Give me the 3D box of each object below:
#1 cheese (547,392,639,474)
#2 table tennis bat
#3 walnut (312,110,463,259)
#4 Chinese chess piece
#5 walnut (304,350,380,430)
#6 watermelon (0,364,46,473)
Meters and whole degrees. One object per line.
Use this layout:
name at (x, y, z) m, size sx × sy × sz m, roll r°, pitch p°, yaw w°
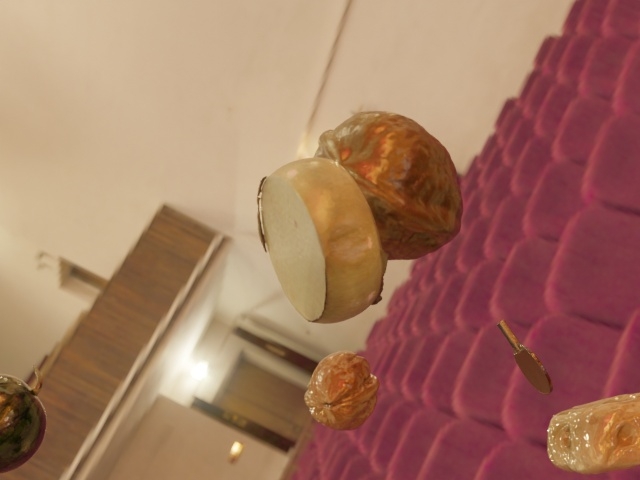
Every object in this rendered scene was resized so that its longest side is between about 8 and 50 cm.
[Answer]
cheese at (0.493, 0.327, 1.839) m, size 0.218 × 0.235 × 0.117 m, roll 11°, pitch -116°, yaw -67°
table tennis bat at (0.375, 0.215, 2.000) m, size 0.014 × 0.158 × 0.095 m, roll -32°, pitch -9°, yaw -14°
walnut at (0.105, -0.077, 1.703) m, size 0.227 × 0.283 × 0.283 m, roll -52°, pitch -2°, yaw 12°
Chinese chess piece at (0.000, 0.000, 1.227) m, size 0.083 × 0.188 × 0.188 m, roll -18°, pitch -25°, yaw -21°
walnut at (0.042, 0.298, 2.140) m, size 0.166 × 0.149 × 0.167 m, roll -9°, pitch -90°, yaw -69°
watermelon at (-0.615, 0.348, 2.104) m, size 0.214 × 0.188 × 0.188 m, roll -35°, pitch -10°, yaw -10°
